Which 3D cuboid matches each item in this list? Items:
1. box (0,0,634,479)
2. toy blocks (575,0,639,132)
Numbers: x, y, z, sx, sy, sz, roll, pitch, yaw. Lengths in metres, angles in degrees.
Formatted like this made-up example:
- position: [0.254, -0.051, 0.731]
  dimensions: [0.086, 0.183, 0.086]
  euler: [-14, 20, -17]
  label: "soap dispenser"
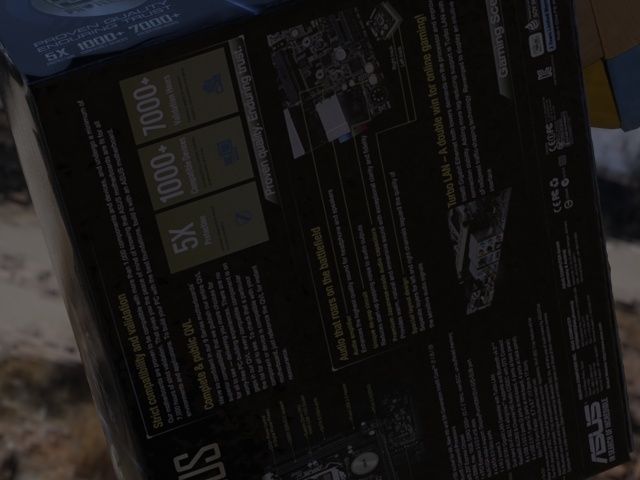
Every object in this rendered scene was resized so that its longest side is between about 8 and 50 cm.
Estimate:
- position: [0.000, 0.000, 0.515]
  dimensions: [0.147, 0.180, 0.077]
  euler: [-20, 30, -12]
  label: "box"
- position: [0.076, -0.140, 0.699]
  dimensions: [0.191, 0.381, 0.261]
  euler: [60, -2, 39]
  label: "toy blocks"
